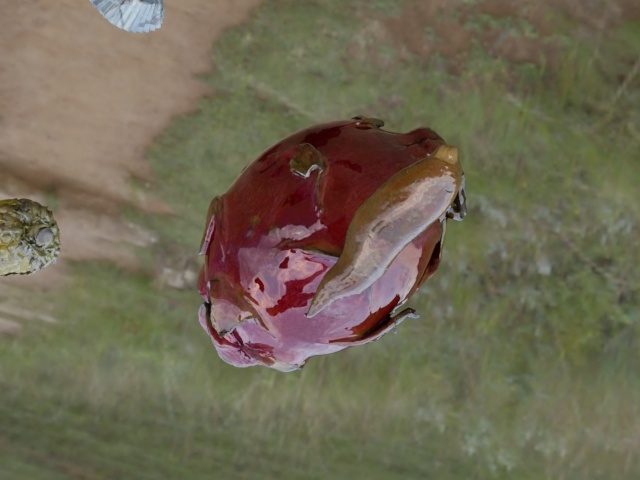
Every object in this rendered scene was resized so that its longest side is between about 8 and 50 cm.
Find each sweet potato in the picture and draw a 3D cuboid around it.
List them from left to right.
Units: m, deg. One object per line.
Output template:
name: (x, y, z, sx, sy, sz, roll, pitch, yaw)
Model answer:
sweet potato: (0.047, -0.003, 0.929, 0.056, 0.195, 0.056, 32, -158, -15)

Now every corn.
corn: (-0.482, 0.000, 1.653, 0.317, 0.115, 0.115, -7, 156, 40)

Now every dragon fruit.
dragon fruit: (0.004, -0.002, 1.210, 0.315, 0.250, 0.250, -20, 156, 16)

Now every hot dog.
hot dog: (-0.294, -0.388, 1.555, 0.082, 0.270, 0.162, -41, 149, 27)
